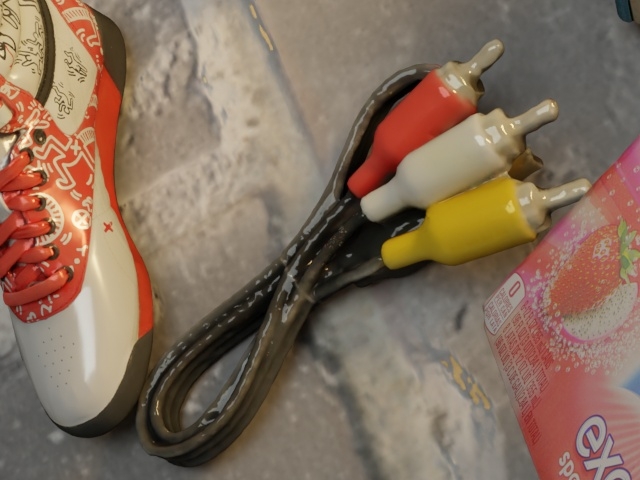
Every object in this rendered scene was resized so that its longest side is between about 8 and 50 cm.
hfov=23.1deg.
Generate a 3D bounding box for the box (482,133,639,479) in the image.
[{"bbox_3d":[0.188,0.098,0.582,0.142,0.154,0.300,-51,28,24],"label":"box"}]

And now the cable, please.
[{"bbox_3d":[0.000,0.000,0.828,0.287,0.072,0.139,-33,58,12],"label":"cable"}]

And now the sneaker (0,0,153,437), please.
[{"bbox_3d":[-0.174,-0.030,0.865,0.090,0.145,0.270,-18,65,29],"label":"sneaker"}]

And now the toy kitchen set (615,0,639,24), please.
[{"bbox_3d":[0.141,-0.234,0.835,0.166,0.122,0.207,9,58,26],"label":"toy kitchen set"}]
